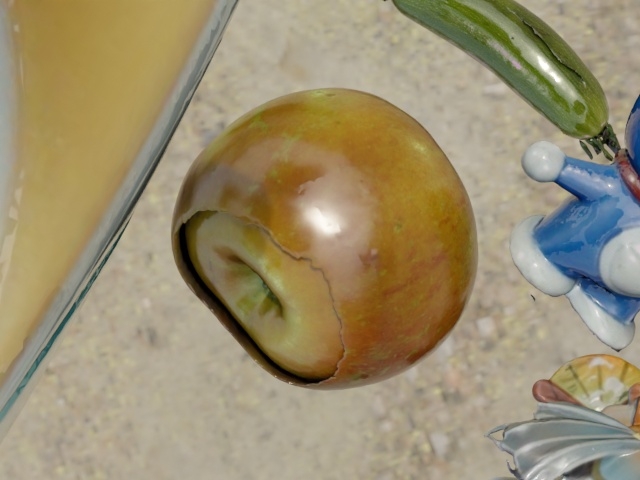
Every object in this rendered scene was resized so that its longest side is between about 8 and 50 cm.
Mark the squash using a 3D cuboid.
[{"bbox_3d":[0.174,-0.193,1.526,0.318,0.080,0.071,37,170,11],"label":"squash"}]

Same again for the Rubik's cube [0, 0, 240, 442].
[{"bbox_3d":[-0.272,-0.036,0.705,0.352,0.347,0.351,33,142,-9],"label":"Rubik's cube"}]

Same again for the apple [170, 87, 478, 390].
[{"bbox_3d":[0.000,0.000,1.223,0.237,0.207,0.237,49,156,32],"label":"apple"}]

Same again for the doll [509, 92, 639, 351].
[{"bbox_3d":[0.264,-0.036,1.151,0.257,0.215,0.161,-47,26,22],"label":"doll"}]

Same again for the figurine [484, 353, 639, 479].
[{"bbox_3d":[0.329,0.143,1.353,0.388,0.248,0.276,-38,55,0],"label":"figurine"}]
